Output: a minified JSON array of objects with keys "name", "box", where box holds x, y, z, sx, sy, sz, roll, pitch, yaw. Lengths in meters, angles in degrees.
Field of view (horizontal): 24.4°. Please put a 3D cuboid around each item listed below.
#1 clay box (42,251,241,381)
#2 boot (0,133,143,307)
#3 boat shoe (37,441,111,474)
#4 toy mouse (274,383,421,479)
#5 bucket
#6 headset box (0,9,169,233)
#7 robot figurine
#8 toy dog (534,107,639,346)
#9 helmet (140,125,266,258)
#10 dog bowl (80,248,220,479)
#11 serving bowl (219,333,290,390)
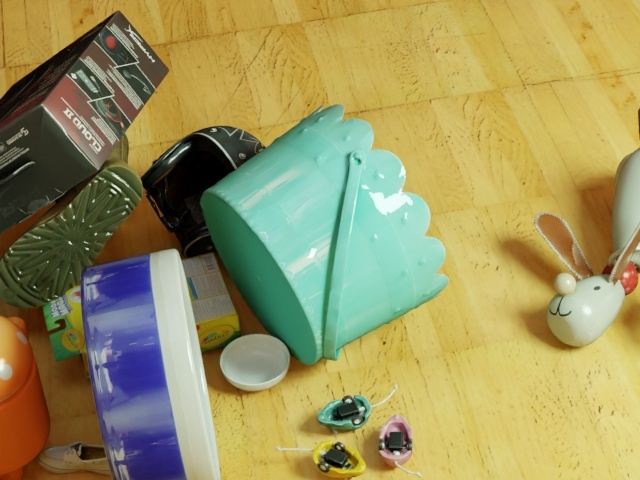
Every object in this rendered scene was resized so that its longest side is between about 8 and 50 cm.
[{"name":"clay box","box":[-0.220,0.095,1.800,0.222,0.053,0.127,-14,40,-9]},{"name":"boot","box":[-0.323,-0.036,1.896,0.236,0.089,0.269,-41,20,-1]},{"name":"boat shoe","box":[-0.269,0.240,1.654,0.100,0.035,0.035,5,42,10]},{"name":"toy mouse","box":[0.053,0.218,1.657,0.161,0.031,0.143,17,46,21]},{"name":"bucket","box":[0.000,0.000,1.734,0.183,0.281,0.281,-33,48,-16]},{"name":"headset box","box":[-0.341,-0.137,1.852,0.218,0.110,0.293,-28,22,31]},{"name":"robot figurine","box":[-0.365,0.169,1.601,0.158,0.219,0.128,-26,46,-24]},{"name":"toy dog","box":[0.376,-0.036,1.799,0.220,0.161,0.333,-16,29,33]},{"name":"helmet","box":[-0.132,-0.067,1.885,0.161,0.169,0.169,-33,45,0]},{"name":"dog bowl","box":[-0.180,0.147,1.579,0.104,0.265,0.265,-10,42,-4]},{"name":"serving bowl","box":[-0.076,0.149,1.747,0.083,0.027,0.083,-2,41,2]}]
